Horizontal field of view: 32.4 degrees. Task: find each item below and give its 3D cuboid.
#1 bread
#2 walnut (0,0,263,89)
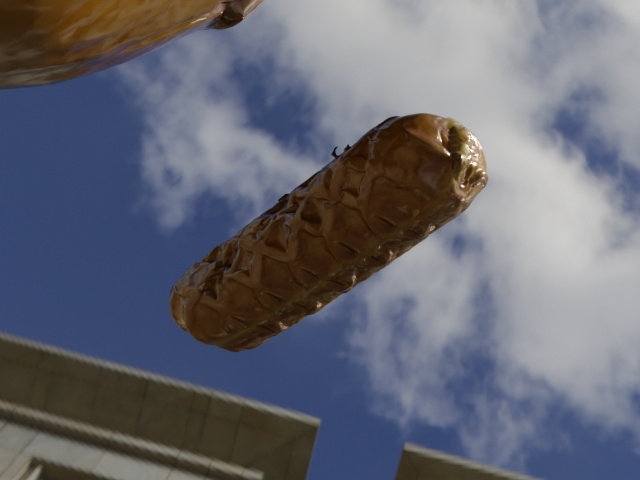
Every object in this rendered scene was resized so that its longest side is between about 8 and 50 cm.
[{"bbox_3d":[0.000,0.000,0.451,0.157,0.052,0.044,-34,-122,32],"label":"bread"},{"bbox_3d":[-0.097,-0.155,0.377,0.209,0.336,0.209,18,-44,18],"label":"walnut"}]
